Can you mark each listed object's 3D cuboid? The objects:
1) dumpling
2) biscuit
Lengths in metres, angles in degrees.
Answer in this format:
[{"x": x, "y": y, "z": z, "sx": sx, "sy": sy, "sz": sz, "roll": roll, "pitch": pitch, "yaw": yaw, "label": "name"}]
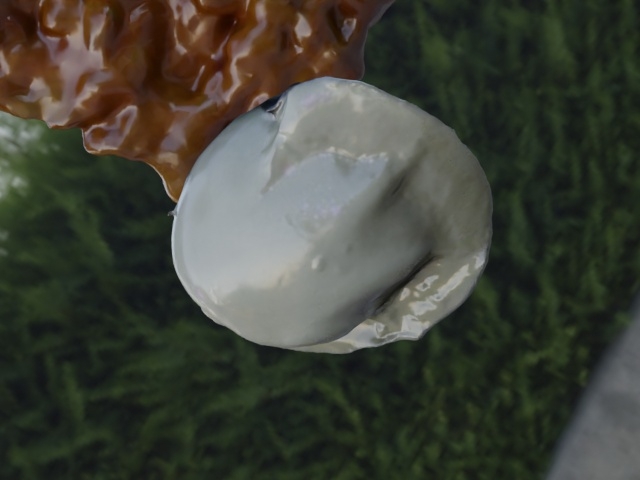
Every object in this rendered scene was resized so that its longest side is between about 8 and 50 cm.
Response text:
[{"x": 0.001, "y": -0.001, "z": 0.690, "sx": 0.176, "sy": 0.150, "sz": 0.092, "roll": -53, "pitch": -4, "yaw": 17, "label": "dumpling"}, {"x": -0.097, "y": -0.203, "z": 0.871, "sx": 0.318, "sy": 0.312, "sz": 0.110, "roll": -59, "pitch": 14, "yaw": 15, "label": "biscuit"}]
